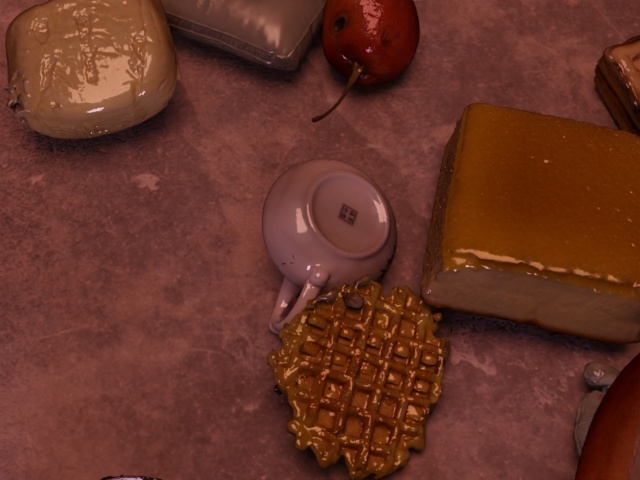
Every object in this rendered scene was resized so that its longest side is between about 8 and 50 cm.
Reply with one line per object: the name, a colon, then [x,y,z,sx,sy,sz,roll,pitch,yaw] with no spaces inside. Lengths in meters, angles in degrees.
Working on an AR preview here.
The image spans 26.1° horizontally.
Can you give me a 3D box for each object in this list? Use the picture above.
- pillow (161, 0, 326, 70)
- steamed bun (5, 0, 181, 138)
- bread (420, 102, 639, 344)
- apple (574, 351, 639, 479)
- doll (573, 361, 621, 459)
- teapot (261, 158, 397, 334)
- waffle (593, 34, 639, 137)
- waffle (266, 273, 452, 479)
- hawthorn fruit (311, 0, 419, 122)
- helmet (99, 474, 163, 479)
pillow: [-0.136,-0.414,2.282,0.322,0.120,0.255,21,59,15]
steamed bun: [-0.358,-0.266,2.170,0.273,0.166,0.232,-18,72,-4]
bread: [0.326,-0.027,2.002,0.323,0.143,0.333,13,51,1]
apple: [0.485,0.297,1.708,0.328,0.295,0.365,37,71,23]
doll: [0.397,0.263,1.884,0.103,0.071,0.214,7,55,-4]
teapot: [0.000,0.000,2.014,0.208,0.166,0.300,37,66,-24]
waffle: [0.654,-0.238,2.167,0.376,0.114,0.261,-18,59,-11]
waffle: [0.063,0.189,1.904,0.280,0.060,0.262,-23,81,-24]
hawthorn fruit: [0.064,-0.283,2.179,0.165,0.165,0.285,11,58,7]
helmet: [-0.258,0.458,1.708,0.225,0.177,0.305,22,51,7]
